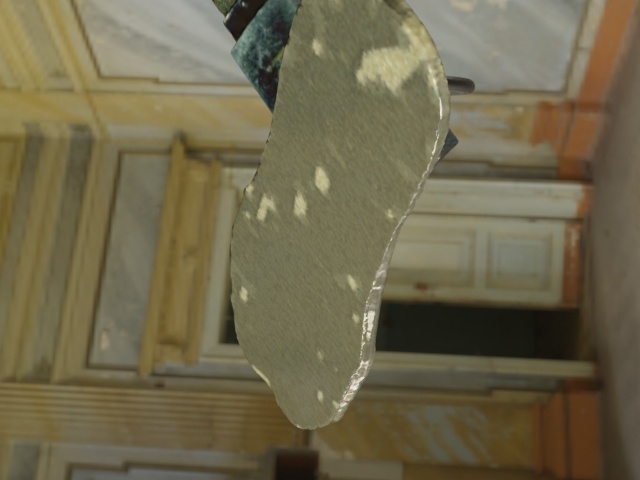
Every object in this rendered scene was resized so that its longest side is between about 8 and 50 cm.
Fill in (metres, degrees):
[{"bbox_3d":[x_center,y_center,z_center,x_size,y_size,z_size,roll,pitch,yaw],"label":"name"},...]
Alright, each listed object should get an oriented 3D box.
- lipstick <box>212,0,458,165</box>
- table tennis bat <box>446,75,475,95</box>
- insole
[{"bbox_3d":[-0.048,-0.152,0.574,0.312,0.051,0.051,56,132,15],"label":"lipstick"},{"bbox_3d":[0.059,-0.162,1.225,0.236,0.150,0.027,5,96,55],"label":"table tennis bat"},{"bbox_3d":[0.000,0.000,0.405,0.081,0.011,0.248,52,153,20],"label":"insole"}]
